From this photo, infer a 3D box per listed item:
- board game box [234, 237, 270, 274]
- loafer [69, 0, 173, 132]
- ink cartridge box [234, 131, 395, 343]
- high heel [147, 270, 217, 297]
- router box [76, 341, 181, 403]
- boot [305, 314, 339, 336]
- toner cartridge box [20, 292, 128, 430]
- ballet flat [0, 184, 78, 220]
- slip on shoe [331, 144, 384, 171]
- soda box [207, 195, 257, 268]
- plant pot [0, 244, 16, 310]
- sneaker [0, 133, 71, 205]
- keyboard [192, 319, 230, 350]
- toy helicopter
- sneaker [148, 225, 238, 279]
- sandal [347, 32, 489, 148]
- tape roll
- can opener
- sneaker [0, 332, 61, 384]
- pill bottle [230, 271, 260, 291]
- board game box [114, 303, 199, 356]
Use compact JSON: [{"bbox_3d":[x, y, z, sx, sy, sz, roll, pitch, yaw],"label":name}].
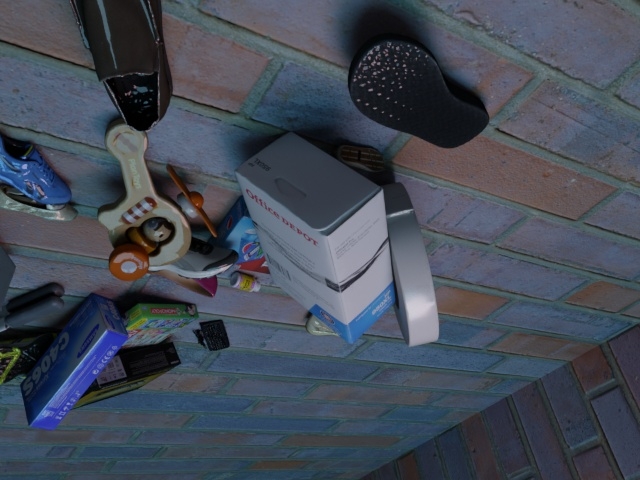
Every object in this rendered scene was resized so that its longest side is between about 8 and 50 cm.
[{"bbox_3d":[-0.126,-0.005,1.585,0.145,0.027,0.281,11,139,-32],"label":"board game box"},{"bbox_3d":[-0.310,-0.320,0.989,0.134,0.130,0.365,-11,145,-1],"label":"loafer"},{"bbox_3d":[0.000,0.000,1.346,0.166,0.285,0.394,-40,145,-21],"label":"ink cartridge box"},{"bbox_3d":[-0.384,0.089,1.561,0.244,0.117,0.082,9,141,-27],"label":"high heel"},{"bbox_3d":[-0.618,0.412,1.852,0.243,0.081,0.309,-32,165,31],"label":"router box"},{"bbox_3d":[0.070,0.236,1.946,0.213,0.077,0.165,1,142,-13],"label":"boot"},{"bbox_3d":[-0.670,0.327,1.659,0.347,0.165,0.075,-50,137,7],"label":"toner cartridge box"},{"bbox_3d":[-0.603,-0.080,1.312,0.168,0.057,0.052,10,130,-29],"label":"ballet flat"},{"bbox_3d":[0.085,-0.185,1.383,0.135,0.051,0.041,5,-177,-36],"label":"slip on shoe"},{"bbox_3d":[-0.208,-0.016,1.510,0.071,0.067,0.210,13,139,-31],"label":"soda box"},{"bbox_3d":[-0.832,0.052,1.283,0.248,0.247,0.252,-8,128,-5],"label":"plant pot"},{"bbox_3d":[-0.572,-0.139,1.225,0.082,0.069,0.209,-30,142,18],"label":"sneaker"},{"bbox_3d":[-0.349,0.320,1.972,0.100,0.038,0.192,-9,145,-4],"label":"keyboard"},{"bbox_3d":[-0.355,-0.092,1.287,0.235,0.140,0.354,-11,128,-9],"label":"toy helicopter"},{"bbox_3d":[-0.329,0.021,1.452,0.272,0.100,0.107,7,115,4],"label":"sneaker"},{"bbox_3d":[0.185,-0.296,1.217,0.168,0.107,0.446,-33,153,26],"label":"sandal"},{"bbox_3d":[0.195,0.055,1.452,0.072,0.391,0.392,-13,145,2],"label":"tape roll"},{"bbox_3d":[-0.811,0.181,1.603,0.284,0.075,0.095,-22,145,13],"label":"can opener"},{"bbox_3d":[-0.847,0.333,1.787,0.385,0.145,0.147,3,-178,-35],"label":"sneaker"},{"bbox_3d":[-0.210,0.119,1.722,0.083,0.043,0.043,21,134,-39],"label":"pill bottle"},{"bbox_3d":[-0.539,0.271,1.788,0.317,0.046,0.214,-32,159,27],"label":"board game box"}]
